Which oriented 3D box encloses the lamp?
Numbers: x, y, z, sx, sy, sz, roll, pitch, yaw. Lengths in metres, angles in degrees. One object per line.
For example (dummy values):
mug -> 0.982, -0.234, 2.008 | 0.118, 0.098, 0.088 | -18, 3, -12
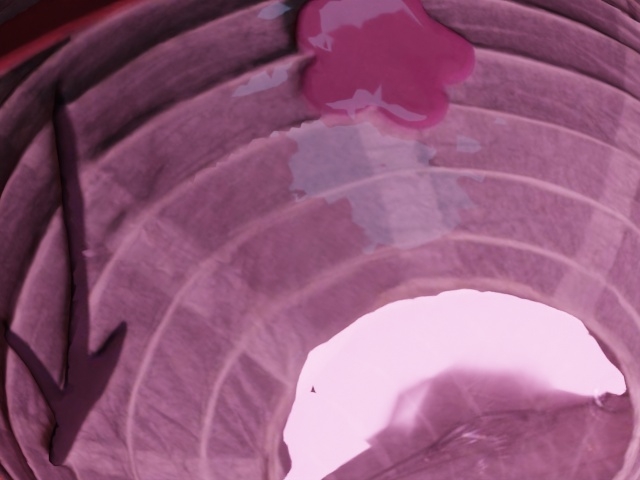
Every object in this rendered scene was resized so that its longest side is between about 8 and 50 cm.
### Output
lamp -> 0.000, 0.000, 0.546 | 0.265, 0.233, 0.233 | -9, 70, -18
